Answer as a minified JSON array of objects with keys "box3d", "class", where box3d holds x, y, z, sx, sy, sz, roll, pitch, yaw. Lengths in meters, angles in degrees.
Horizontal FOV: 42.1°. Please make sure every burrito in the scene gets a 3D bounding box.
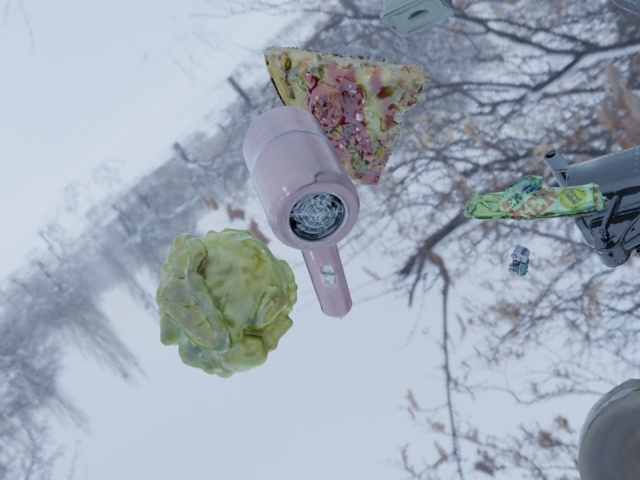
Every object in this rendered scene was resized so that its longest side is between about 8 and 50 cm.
[{"box3d":[0.430,-0.088,1.676,0.288,0.104,0.054,-5,-141,15],"class":"burrito"}]

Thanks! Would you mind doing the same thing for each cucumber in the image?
[{"box3d":[0.692,-0.537,1.875,0.033,0.034,0.135,-40,-136,2],"class":"cucumber"}]

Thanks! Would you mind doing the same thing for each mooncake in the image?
[{"box3d":[0.643,0.409,1.602,0.284,0.284,0.155,-38,169,15],"class":"mooncake"}]

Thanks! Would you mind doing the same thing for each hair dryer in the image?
[{"box3d":[0.000,0.000,1.210,0.125,0.352,0.210,-21,-143,-3],"class":"hair dryer"}]

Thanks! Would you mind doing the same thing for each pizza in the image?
[{"box3d":[0.079,-0.327,1.973,0.406,0.440,0.130,-20,-153,50],"class":"pizza"}]

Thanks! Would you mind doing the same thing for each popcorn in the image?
[{"box3d":[-0.195,0.127,1.691,0.312,0.312,0.312,-39,-172,7],"class":"popcorn"}]

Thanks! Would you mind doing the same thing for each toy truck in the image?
[{"box3d":[0.480,0.049,1.995,0.039,0.044,0.083,-54,154,-32],"class":"toy truck"}]

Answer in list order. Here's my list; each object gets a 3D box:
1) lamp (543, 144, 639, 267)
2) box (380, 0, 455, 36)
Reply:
[{"box3d":[0.701,-0.112,1.887,0.272,0.205,0.374,-28,-148,17],"class":"lamp"},{"box3d":[0.243,-0.605,2.104,0.172,0.124,0.092,-17,-116,33],"class":"box"}]
